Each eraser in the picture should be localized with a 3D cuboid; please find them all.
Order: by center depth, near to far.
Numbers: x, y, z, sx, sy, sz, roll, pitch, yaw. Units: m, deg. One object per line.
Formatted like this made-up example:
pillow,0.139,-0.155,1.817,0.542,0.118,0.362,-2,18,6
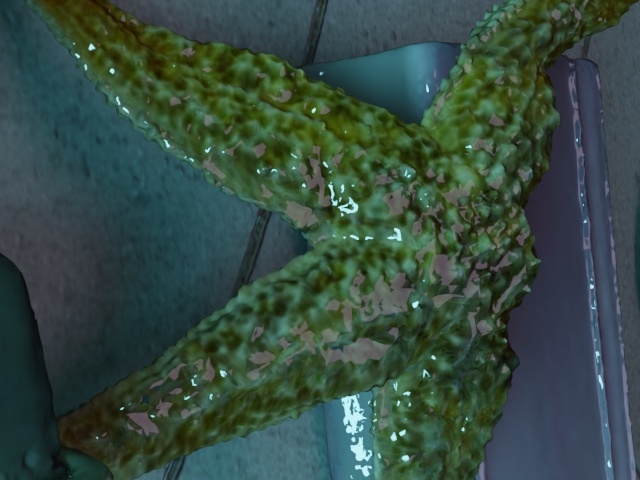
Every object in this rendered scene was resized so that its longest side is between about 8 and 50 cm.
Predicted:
eraser,0.107,0.058,1.103,0.272,0.122,0.359,-4,88,-60

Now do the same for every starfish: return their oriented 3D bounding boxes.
starfish,0.005,0.004,0.864,0.384,0.132,0.398,9,93,-26

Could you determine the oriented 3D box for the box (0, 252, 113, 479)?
box,-0.217,0.087,0.449,0.290,0.221,0.166,-17,112,-60
